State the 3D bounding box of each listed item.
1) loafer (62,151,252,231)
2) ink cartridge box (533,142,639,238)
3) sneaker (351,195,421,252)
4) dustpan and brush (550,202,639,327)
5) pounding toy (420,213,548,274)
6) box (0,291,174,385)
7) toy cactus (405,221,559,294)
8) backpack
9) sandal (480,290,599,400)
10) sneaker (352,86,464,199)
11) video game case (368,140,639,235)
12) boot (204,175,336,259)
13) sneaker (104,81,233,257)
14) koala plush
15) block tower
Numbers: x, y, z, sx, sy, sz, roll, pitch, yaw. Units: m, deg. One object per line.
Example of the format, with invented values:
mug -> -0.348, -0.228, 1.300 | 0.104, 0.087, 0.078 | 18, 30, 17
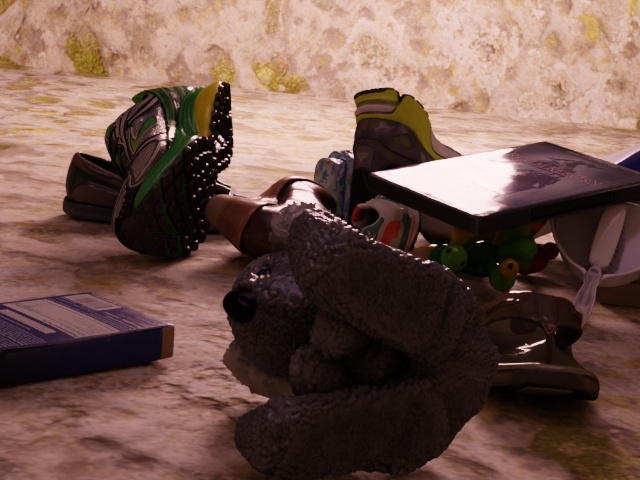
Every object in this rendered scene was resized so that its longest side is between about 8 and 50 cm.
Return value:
loafer -> -0.201, -0.063, 1.896 | 0.267, 0.084, 0.096 | 5, 12, -3
ink cartridge box -> 0.365, -0.072, 1.889 | 0.223, 0.045, 0.224 | -30, 3, -25
sneaker -> 0.076, -0.039, 1.744 | 0.075, 0.057, 0.161 | 14, 31, -9
dustpan and brush -> 0.312, 0.022, 1.621 | 0.147, 0.211, 0.060 | 15, -30, 16
pounding toy -> 0.194, 0.000, 1.802 | 0.237, 0.110, 0.183 | -25, 27, -6
box -> -0.258, 0.085, 1.275 | 0.225, 0.036, 0.136 | -4, 14, -43
toy cactus -> 0.165, 0.032, 1.634 | 0.180, 0.112, 0.219 | -10, 5, 30
backpack -> 0.035, -0.076, 2.016 | 0.084, 0.105, 0.114 | 2, 9, -16
sandal -> 0.191, 0.084, 1.360 | 0.120, 0.086, 0.303 | 5, 12, 2
sneaker -> 0.119, -0.078, 1.927 | 0.111, 0.121, 0.300 | 0, -27, 36
video game case -> 0.222, -0.064, 1.664 | 0.274, 0.026, 0.196 | -13, 23, -32
boot -> 0.000, 0.000, 1.766 | 0.207, 0.090, 0.248 | 28, 18, 29
sneaker -> -0.202, -0.086, 1.795 | 0.146, 0.134, 0.343 | 0, 29, 8
koala plush -> 0.003, 0.072, 1.136 | 0.203, 0.196, 0.221 | 11, 6, -35
block tower -> 0.409, 0.006, 1.825 | 0.097, 0.091, 0.335 | 8, 12, 11
